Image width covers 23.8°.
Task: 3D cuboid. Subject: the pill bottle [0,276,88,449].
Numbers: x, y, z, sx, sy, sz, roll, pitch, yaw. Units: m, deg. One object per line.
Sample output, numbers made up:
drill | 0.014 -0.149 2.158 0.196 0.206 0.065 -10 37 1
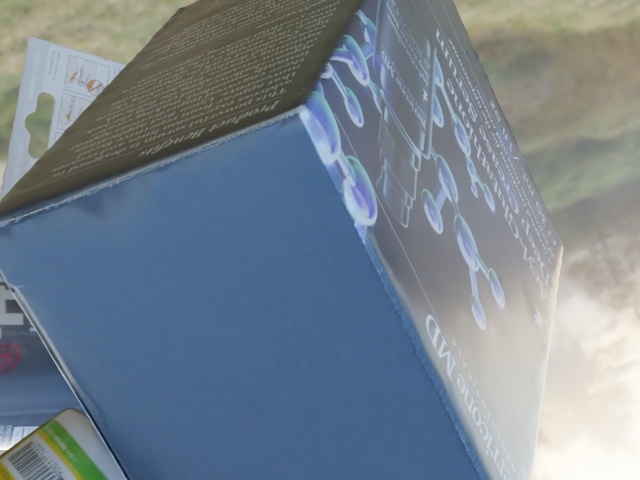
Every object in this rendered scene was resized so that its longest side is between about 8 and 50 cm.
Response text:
pill bottle | -0.271 0.098 1.350 0.319 0.176 0.176 1 165 -17

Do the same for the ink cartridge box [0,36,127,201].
ink cartridge box | -0.192 -0.081 1.471 0.225 0.181 0.056 13 156 -19

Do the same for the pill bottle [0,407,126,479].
pill bottle | -0.219 0.232 0.978 0.246 0.136 0.136 -37 177 -15

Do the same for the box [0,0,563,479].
box | 0.000 0.000 1.002 0.212 0.293 0.395 -19 -159 21
